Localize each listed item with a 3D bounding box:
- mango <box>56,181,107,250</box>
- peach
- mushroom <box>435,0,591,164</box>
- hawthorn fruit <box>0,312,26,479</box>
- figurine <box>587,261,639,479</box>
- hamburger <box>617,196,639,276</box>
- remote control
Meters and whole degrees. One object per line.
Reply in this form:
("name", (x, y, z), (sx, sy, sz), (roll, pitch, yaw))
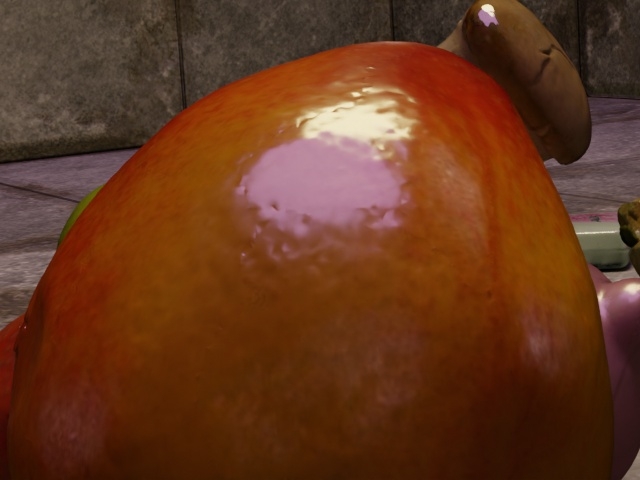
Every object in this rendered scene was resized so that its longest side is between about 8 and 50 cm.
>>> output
("mango", (-0.145, 0.009, 1.630), (0.192, 0.156, 0.343), (7, 6, 4))
("peach", (-0.007, 0.057, 0.818), (0.289, 0.308, 0.289), (-5, -8, -1))
("mushroom", (0.000, 0.008, 1.116), (0.137, 0.407, 0.154), (36, 23, -41))
("hawthorn fruit", (-0.200, 0.119, 1.045), (0.285, 0.165, 0.165), (-10, 6, 26))
("figurine", (0.115, 0.084, 1.008), (0.173, 0.173, 0.173), (-4, 9, 1))
("hamburger", (0.405, 0.014, 1.458), (0.265, 0.134, 0.285), (-9, 3, -14))
("remote control", (0.165, 0.005, 1.854), (0.344, 0.050, 0.145), (-3, 9, 5))
